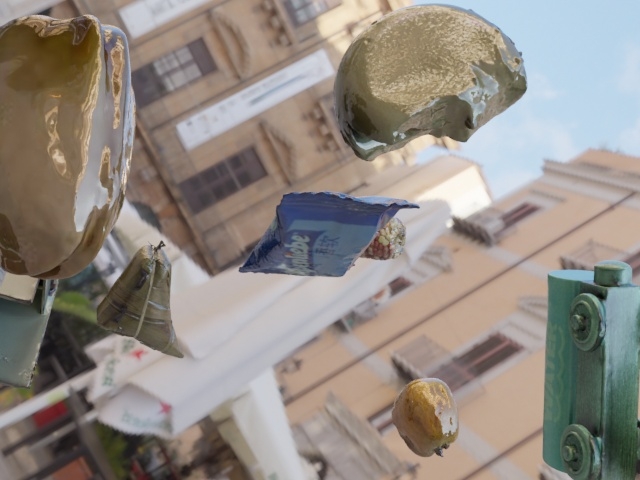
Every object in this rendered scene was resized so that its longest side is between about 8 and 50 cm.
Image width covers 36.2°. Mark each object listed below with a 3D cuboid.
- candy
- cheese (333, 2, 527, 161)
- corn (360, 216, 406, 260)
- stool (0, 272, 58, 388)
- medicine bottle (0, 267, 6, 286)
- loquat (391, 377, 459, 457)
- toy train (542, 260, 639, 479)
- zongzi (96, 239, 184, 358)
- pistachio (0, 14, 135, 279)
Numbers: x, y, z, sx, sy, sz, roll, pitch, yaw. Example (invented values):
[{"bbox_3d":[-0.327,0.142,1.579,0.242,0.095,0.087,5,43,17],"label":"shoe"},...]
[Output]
[{"bbox_3d":[0.000,0.000,1.367,0.331,0.187,0.077,122,-34,-65],"label":"candy"},{"bbox_3d":[0.101,-0.164,1.046,0.175,0.202,0.091,44,-21,26],"label":"cheese"},{"bbox_3d":[0.031,-0.019,1.956,0.290,0.098,0.098,9,-41,27],"label":"corn"},{"bbox_3d":[-0.567,0.078,1.733,0.269,0.170,0.243,-90,-167,-46],"label":"stool"},{"bbox_3d":[-0.391,0.036,1.119,0.058,0.058,0.091,78,19,-55],"label":"medicine bottle"},{"bbox_3d":[0.183,0.301,1.670,0.137,0.113,0.137,177,-90,-65],"label":"loquat"},{"bbox_3d":[0.277,0.140,1.009,0.159,0.101,0.248,-163,-107,-74],"label":"toy train"},{"bbox_3d":[-0.255,0.096,1.633,0.178,0.189,0.081,31,14,-27],"label":"zongzi"},{"bbox_3d":[-0.264,-0.083,0.916,0.163,0.213,0.260,25,56,-42],"label":"pistachio"}]
